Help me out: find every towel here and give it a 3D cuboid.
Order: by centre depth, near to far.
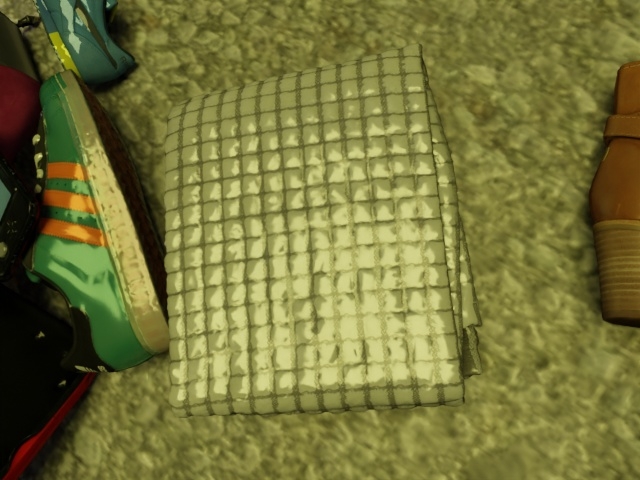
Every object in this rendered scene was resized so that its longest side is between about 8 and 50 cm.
[{"bbox_3d":[0.000,0.000,0.449,0.235,0.121,0.283,-8,77,9],"label":"towel"}]

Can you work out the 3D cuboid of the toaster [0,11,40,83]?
[{"bbox_3d":[-0.411,-0.191,0.549,0.186,0.168,0.110,-30,78,7],"label":"toaster"}]

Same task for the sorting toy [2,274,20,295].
[{"bbox_3d":[-0.359,0.075,0.555,0.075,0.045,0.083,-28,76,14],"label":"sorting toy"}]

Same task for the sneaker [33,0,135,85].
[{"bbox_3d":[-0.272,-0.271,0.567,0.082,0.069,0.209,-26,95,-10],"label":"sneaker"}]

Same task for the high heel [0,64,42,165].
[{"bbox_3d":[-0.370,-0.071,0.541,0.244,0.117,0.082,-43,74,2],"label":"high heel"}]

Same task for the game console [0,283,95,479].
[{"bbox_3d":[-0.445,0.132,0.426,0.386,0.060,0.342,35,56,-7],"label":"game console"}]

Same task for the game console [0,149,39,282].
[{"bbox_3d":[-0.331,-0.025,0.455,0.144,0.085,0.124,44,111,24],"label":"game console"}]

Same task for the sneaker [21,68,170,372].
[{"bbox_3d":[-0.233,-0.021,0.500,0.121,0.108,0.302,-21,77,-4],"label":"sneaker"}]

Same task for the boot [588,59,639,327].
[{"bbox_3d":[0.357,-0.033,0.391,0.283,0.109,0.220,4,77,21],"label":"boot"}]
